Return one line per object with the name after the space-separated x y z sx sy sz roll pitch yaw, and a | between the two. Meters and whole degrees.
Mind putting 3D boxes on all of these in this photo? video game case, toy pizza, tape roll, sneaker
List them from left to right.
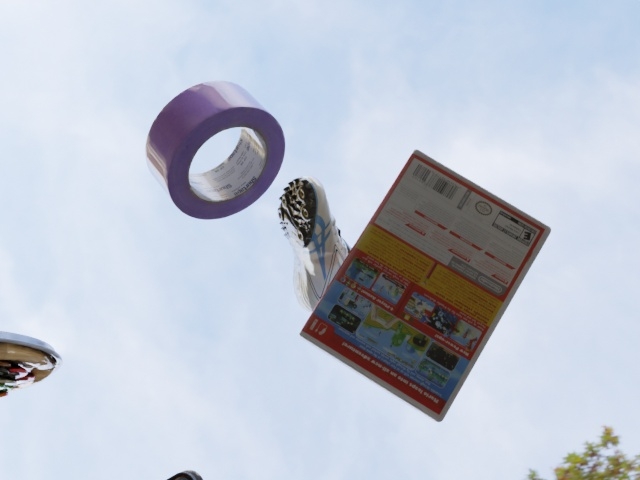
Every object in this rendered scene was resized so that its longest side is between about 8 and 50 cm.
-0.291 0.101 0.646 0.201 0.201 0.032 -17 -111 29 | toy pizza
-0.150 -0.128 1.285 0.189 0.189 0.080 -54 -130 13 | tape roll
0.000 0.000 1.150 0.086 0.237 0.085 -24 -128 -16 | sneaker
0.133 0.052 1.117 0.204 0.025 0.285 31 -102 6 | video game case

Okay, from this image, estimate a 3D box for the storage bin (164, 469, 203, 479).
-0.164 0.317 0.932 0.098 0.091 0.135 -31 -111 13 | storage bin
